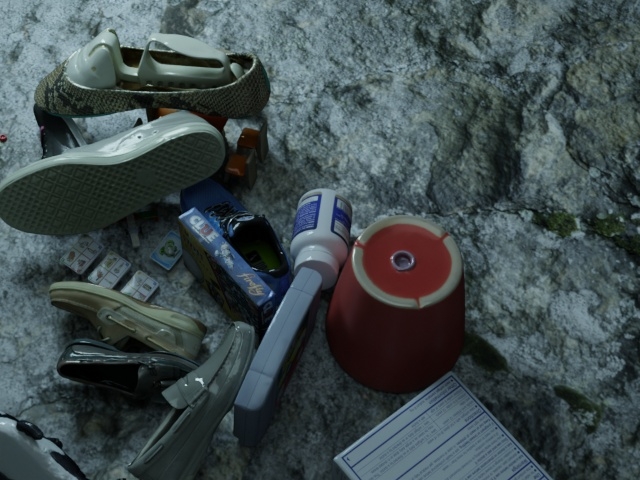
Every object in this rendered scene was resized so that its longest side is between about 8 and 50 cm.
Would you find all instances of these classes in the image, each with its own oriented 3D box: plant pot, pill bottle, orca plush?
[{"bbox_3d":[0.143,0.100,1.835,0.274,0.243,0.275,1,56,-1],"label":"plant pot"},{"bbox_3d":[0.000,0.000,1.955,0.111,0.112,0.187,7,45,2],"label":"pill bottle"},{"bbox_3d":[-0.456,0.357,1.724,0.287,0.151,0.102,16,26,12],"label":"orca plush"}]

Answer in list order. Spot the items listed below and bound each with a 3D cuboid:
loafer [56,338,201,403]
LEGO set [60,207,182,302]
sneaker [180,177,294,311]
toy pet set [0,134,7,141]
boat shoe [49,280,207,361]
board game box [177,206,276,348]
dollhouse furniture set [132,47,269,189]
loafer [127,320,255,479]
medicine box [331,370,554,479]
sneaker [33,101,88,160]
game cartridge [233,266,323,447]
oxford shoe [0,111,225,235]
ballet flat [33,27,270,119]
[{"bbox_3d":[-0.333,0.243,1.792,0.267,0.096,0.084,10,17,4],"label":"loafer"},{"bbox_3d":[-0.365,0.010,2.005,0.182,0.060,0.244,33,62,4],"label":"LEGO set"},{"bbox_3d":[-0.153,-0.021,1.955,0.129,0.147,0.330,-30,63,-27],"label":"sneaker"},{"bbox_3d":[-0.739,-0.243,2.131,0.114,0.065,0.122,-34,63,-22],"label":"toy pet set"},{"bbox_3d":[-0.363,0.155,1.860,0.302,0.109,0.098,18,73,3],"label":"boat shoe"},{"bbox_3d":[-0.173,0.071,1.887,0.042,0.165,0.243,-34,64,-22],"label":"board game box"},{"bbox_3d":[-0.232,-0.260,2.122,0.261,0.135,0.259,16,57,8],"label":"dollhouse furniture set"},{"bbox_3d":[-0.214,0.274,1.721,0.111,0.112,0.320,30,81,-13],"label":"loafer"},{"bbox_3d":[0.205,0.417,1.682,0.263,0.149,0.289,-32,64,-22],"label":"medicine box"},{"bbox_3d":[-0.551,-0.166,2.062,0.146,0.105,0.296,-26,65,-24],"label":"sneaker"},{"bbox_3d":[-0.072,0.200,1.786,0.060,0.196,0.294,19,58,11],"label":"game cartridge"},{"bbox_3d":[-0.404,-0.132,1.964,0.449,0.169,0.130,-20,35,-6],"label":"oxford shoe"},{"bbox_3d":[-0.340,-0.338,2.009,0.482,0.182,0.164,3,56,3],"label":"ballet flat"}]
